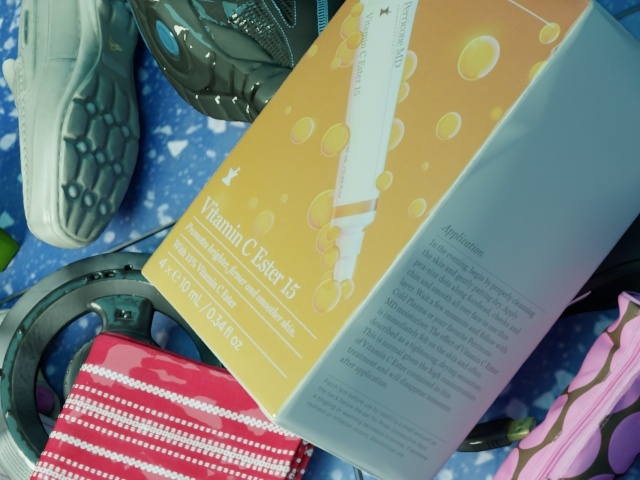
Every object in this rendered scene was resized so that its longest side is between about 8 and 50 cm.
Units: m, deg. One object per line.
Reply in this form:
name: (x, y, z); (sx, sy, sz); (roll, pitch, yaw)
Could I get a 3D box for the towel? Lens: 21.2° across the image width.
towel: (-0.134, 0.215, 1.301); (0.199, 0.031, 0.274); (18, 67, 10)

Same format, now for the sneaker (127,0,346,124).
sneaker: (-0.045, -0.167, 1.446); (0.140, 0.125, 0.341); (-36, 54, -17)

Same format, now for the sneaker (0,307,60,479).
sneaker: (-0.281, 0.161, 1.443); (0.111, 0.103, 0.252); (-16, 65, 25)

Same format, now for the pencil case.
pencil case: (0.191, 0.130, 1.196); (0.095, 0.098, 0.209); (35, 90, 34)

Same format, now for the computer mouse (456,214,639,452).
computer mouse: (0.152, 0.054, 1.268); (0.262, 0.060, 0.184); (-17, 64, 23)

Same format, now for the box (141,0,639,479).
box: (0.071, -0.031, 1.223); (0.345, 0.168, 0.215); (-53, 42, 4)

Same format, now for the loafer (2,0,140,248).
loafer: (-0.227, -0.136, 1.526); (0.111, 0.112, 0.319); (-13, 58, 30)

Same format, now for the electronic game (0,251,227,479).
electronic game: (-0.163, 0.118, 1.391); (0.229, 0.048, 0.229); (-1, 70, 3)

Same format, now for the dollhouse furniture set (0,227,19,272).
dollhouse furniture set: (-0.451, 0.059, 1.545); (0.197, 0.151, 0.301); (37, 92, 34)
